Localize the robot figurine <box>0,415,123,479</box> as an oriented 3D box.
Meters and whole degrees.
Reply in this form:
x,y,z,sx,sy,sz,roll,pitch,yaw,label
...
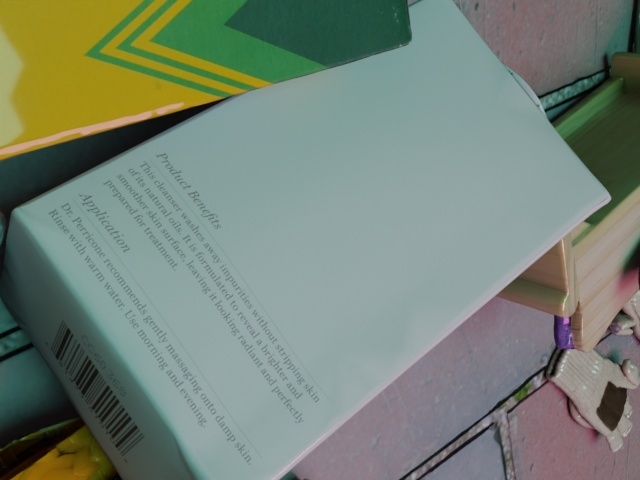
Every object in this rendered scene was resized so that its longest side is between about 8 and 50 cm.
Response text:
x,y,z,sx,sy,sz,roll,pitch,yaw,label
-0.200,0.236,0.535,0.291,0.085,0.211,-34,93,-39,robot figurine

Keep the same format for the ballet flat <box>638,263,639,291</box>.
x,y,z,sx,sy,sz,roll,pitch,yaw,label
0.416,-0.021,0.862,0.280,0.095,0.096,-53,144,-18,ballet flat

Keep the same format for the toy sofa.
x,y,z,sx,sy,sz,roll,pitch,yaw,label
0.299,-0.053,0.908,0.363,0.150,0.177,-36,125,-30,toy sofa

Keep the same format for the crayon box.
x,y,z,sx,sy,sz,roll,pitch,yaw,label
-0.133,-0.120,0.487,0.323,0.203,0.083,-22,113,-35,crayon box

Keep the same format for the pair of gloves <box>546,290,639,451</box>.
x,y,z,sx,sy,sz,roll,pitch,yaw,label
0.398,0.136,1.105,0.240,0.042,0.204,-54,128,-20,pair of gloves

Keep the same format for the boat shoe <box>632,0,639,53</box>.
x,y,z,sx,sy,sz,roll,pitch,yaw,label
0.435,-0.316,0.995,0.091,0.109,0.304,-17,114,-42,boat shoe

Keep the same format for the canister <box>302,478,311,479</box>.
x,y,z,sx,sy,sz,roll,pitch,yaw,label
-0.029,0.322,0.758,0.170,0.073,0.126,-46,125,-22,canister

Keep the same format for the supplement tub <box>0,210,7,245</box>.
x,y,z,sx,sy,sz,roll,pitch,yaw,label
-0.264,0.052,0.469,0.117,0.117,0.190,23,84,-41,supplement tub

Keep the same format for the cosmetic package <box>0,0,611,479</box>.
x,y,z,sx,sy,sz,roll,pitch,yaw,label
0.000,0.000,0.602,0.385,0.156,0.217,-32,83,-33,cosmetic package
